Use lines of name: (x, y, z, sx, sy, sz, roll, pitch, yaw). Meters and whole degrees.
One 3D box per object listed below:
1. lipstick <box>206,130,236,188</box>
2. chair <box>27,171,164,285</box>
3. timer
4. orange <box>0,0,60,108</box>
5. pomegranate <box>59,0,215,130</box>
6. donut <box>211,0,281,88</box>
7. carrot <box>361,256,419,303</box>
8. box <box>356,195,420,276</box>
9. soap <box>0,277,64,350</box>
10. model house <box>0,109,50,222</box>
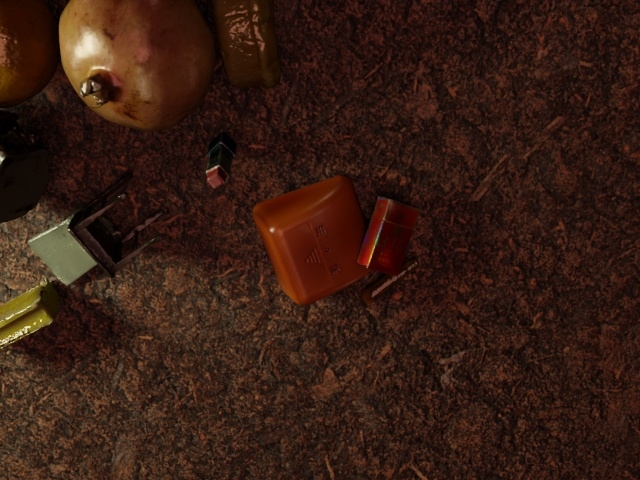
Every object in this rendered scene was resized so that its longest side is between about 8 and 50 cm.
lipstick: (-0.221, -0.170, 1.843, 0.051, 0.312, 0.051, -39, 109, 11)
chair: (-0.533, 0.000, 1.961, 0.319, 0.186, 0.160, -34, 115, 7)
timer: (0.000, 0.000, 2.040, 0.250, 0.161, 0.257, -24, 111, -11)
orange: (-0.677, -0.404, 1.759, 0.264, 0.264, 0.264, -1, 111, -4)
pomegranate: (-0.383, -0.380, 1.736, 0.338, 0.338, 0.338, -1, 111, -4)
donut: (-0.157, -0.453, 1.797, 0.128, 0.208, 0.262, -8, 107, 0)
carrot: (0.179, 0.101, 2.124, 0.170, 0.042, 0.042, -35, 109, 8)
box: (0.165, -0.009, 2.028, 0.112, 0.048, 0.175, 15, 94, -39)
soap: (-0.748, 0.193, 2.042, 0.233, 0.135, 0.076, -29, 110, 7)
model house: (-0.743, -0.211, 1.811, 0.282, 0.317, 0.297, 44, 109, 2)
